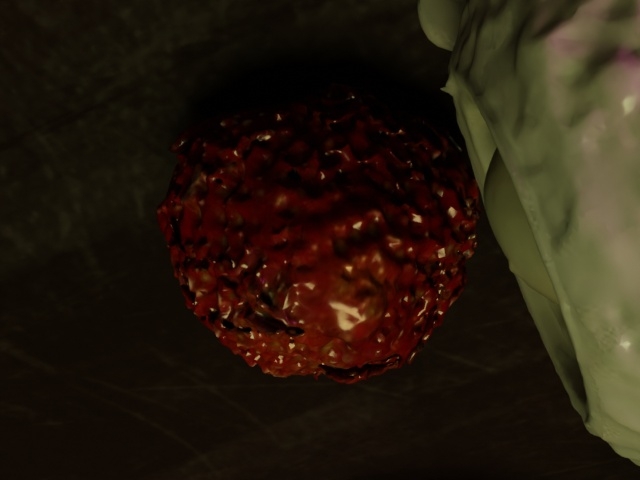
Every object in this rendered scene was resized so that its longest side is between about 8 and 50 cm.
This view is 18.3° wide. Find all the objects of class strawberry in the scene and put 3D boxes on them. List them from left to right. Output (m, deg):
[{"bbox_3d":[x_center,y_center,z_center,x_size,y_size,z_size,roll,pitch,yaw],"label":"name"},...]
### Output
[{"bbox_3d":[0.000,0.000,1.140,0.187,0.201,0.184,41,103,-13],"label":"strawberry"}]

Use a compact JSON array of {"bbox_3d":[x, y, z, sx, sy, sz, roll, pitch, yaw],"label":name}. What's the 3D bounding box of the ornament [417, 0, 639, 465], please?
[{"bbox_3d":[0.230,-0.051,0.965,0.337,0.337,0.337,3,137,3],"label":"ornament"}]
